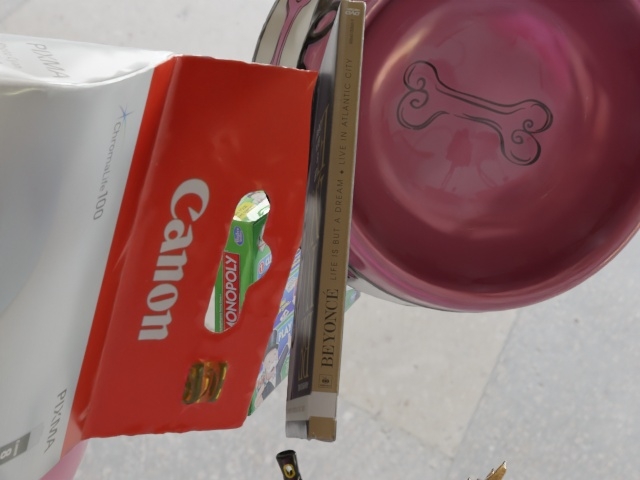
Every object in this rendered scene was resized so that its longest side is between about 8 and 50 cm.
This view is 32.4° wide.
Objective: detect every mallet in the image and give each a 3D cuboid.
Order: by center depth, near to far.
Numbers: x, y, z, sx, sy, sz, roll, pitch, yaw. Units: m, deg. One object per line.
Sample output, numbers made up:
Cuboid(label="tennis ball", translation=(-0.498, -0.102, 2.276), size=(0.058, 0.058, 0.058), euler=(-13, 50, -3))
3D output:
Cuboid(label="mallet", translation=(0.003, 0.270, 0.966), size=(0.062, 0.190, 0.039), euler=(-7, 14, 5))

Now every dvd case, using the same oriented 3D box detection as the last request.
Cuboid(label="dvd case", translation=(0.000, 0.000, 0.619), size=(0.018, 0.164, 0.221), euler=(5, 80, -5))

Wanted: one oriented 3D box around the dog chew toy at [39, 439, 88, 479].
Cuboid(label="dog chew toy", translation=(-0.321, 0.181, 0.884), size=(0.206, 0.207, 0.332), euler=(23, 25, 4))

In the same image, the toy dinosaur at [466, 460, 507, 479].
Cuboid(label="toy dinosaur", translation=(0.125, 0.206, 0.703), size=(0.112, 0.064, 0.211), euler=(53, 22, 3))

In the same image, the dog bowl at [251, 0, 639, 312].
Cuboid(label="dog bowl", translation=(0.143, -0.114, 1.014), size=(0.407, 0.408, 0.150), euler=(2, 12, -13))

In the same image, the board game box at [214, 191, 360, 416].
Cuboid(label="board game box", translation=(-0.025, 0.023, 1.216), size=(0.046, 0.214, 0.317), euler=(10, 23, 21))

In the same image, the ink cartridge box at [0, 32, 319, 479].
Cuboid(label="ink cartridge box", translation=(-0.163, 0.035, 0.679), size=(0.384, 0.308, 0.091), euler=(1, 29, -33))
